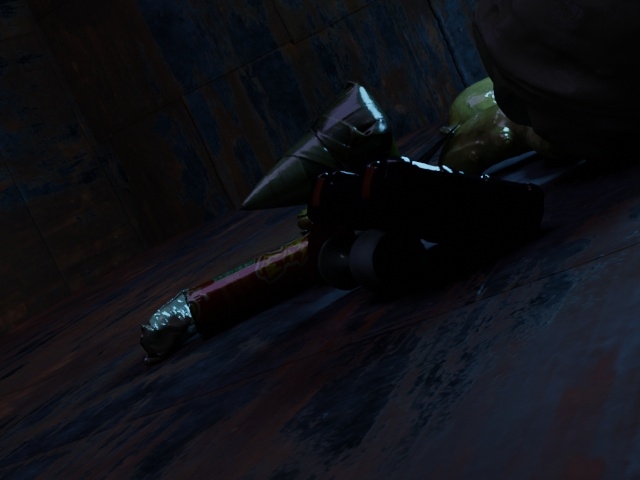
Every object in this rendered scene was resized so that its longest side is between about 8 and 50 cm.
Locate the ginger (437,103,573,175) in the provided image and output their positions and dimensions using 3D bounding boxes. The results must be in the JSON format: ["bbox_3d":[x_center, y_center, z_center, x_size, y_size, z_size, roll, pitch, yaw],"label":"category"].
[{"bbox_3d":[0.379,-0.214,1.813,0.363,0.122,0.348,-42,23,-31],"label":"ginger"}]

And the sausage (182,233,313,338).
[{"bbox_3d":[-0.074,0.054,1.627,0.264,0.083,0.083,-26,7,-5],"label":"sausage"}]

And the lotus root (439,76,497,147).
[{"bbox_3d":[0.364,-0.273,2.246,0.303,0.130,0.146,-29,6,-24],"label":"lotus root"}]

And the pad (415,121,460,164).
[{"bbox_3d":[0.160,-0.120,1.947,0.170,0.006,0.245,-42,-4,-16],"label":"pad"}]

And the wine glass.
[{"bbox_3d":[0.062,0.024,1.333,0.079,0.079,0.195,-28,7,-16],"label":"wine glass"}]

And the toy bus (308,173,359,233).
[{"bbox_3d":[0.045,-0.057,1.912,0.172,0.057,0.072,-45,-2,36],"label":"toy bus"}]

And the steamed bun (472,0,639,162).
[{"bbox_3d":[0.345,-0.228,1.477,0.324,0.310,0.219,27,91,58],"label":"steamed bun"}]

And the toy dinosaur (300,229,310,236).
[{"bbox_3d":[0.000,0.000,1.826,0.049,0.055,0.154,-31,16,-15],"label":"toy dinosaur"}]

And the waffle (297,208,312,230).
[{"bbox_3d":[0.095,-0.053,1.718,0.291,0.051,0.291,-13,3,1],"label":"waffle"}]

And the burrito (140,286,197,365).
[{"bbox_3d":[-0.211,0.119,1.682,0.058,0.063,0.229,-54,-6,29],"label":"burrito"}]

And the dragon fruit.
[{"bbox_3d":[0.021,-0.011,1.563,0.097,0.131,0.063,-13,8,33],"label":"dragon fruit"}]

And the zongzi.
[{"bbox_3d":[0.006,-0.102,2.027,0.317,0.154,0.289,-37,-29,-5],"label":"zongzi"}]

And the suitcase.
[{"bbox_3d":[0.117,-0.043,1.318,0.206,0.066,0.285,10,-4,-18],"label":"suitcase"}]
